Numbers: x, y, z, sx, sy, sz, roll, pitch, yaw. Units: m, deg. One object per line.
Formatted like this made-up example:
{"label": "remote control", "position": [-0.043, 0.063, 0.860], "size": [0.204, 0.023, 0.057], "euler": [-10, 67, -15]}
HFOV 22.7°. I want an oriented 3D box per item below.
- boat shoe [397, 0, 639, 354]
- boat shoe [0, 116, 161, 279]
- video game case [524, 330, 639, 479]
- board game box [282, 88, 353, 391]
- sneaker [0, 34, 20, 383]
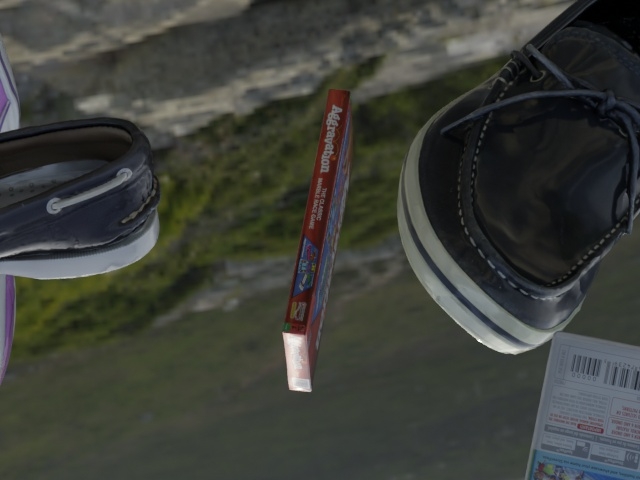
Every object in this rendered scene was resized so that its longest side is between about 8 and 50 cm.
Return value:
{"label": "boat shoe", "position": [0.206, -0.088, 1.310], "size": [0.156, 0.187, 0.500], "euler": [-45, -177, 39]}
{"label": "boat shoe", "position": [-0.106, -0.007, 0.432], "size": [0.125, 0.046, 0.038], "euler": [-7, 135, -10]}
{"label": "video game case", "position": [0.244, 0.175, 1.071], "size": [0.212, 0.193, 0.023], "euler": [11, 178, 13]}
{"label": "board game box", "position": [0.000, 0.000, 1.644], "size": [0.027, 0.281, 0.145], "euler": [8, 153, 5]}
{"label": "sneaker", "position": [-0.209, -0.011, 0.841], "size": [0.102, 0.282, 0.161], "euler": [-7, -155, -3]}
